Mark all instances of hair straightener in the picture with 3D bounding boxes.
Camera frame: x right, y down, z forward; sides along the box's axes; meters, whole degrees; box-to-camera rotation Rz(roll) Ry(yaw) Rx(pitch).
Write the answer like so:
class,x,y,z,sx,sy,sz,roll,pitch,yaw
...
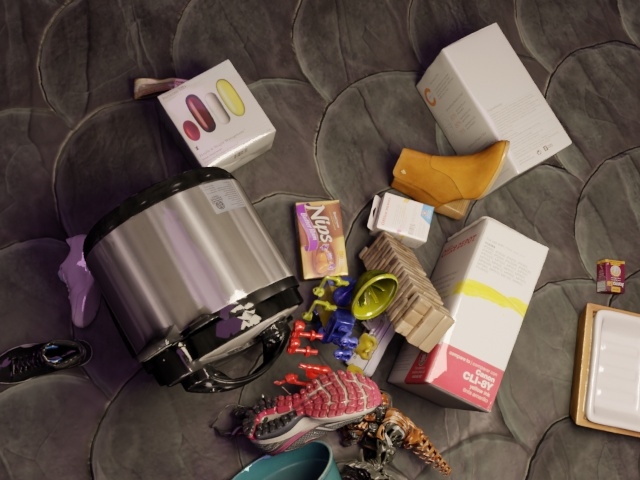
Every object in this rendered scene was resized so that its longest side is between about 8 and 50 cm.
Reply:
class,x,y,z,sx,sy,sz,roll,pitch,yaw
hair straightener,-0.132,0.394,1.556,0.230,0.047,0.089,-5,79,-6

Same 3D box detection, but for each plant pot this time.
class,x,y,z,sx,sy,sz,roll,pitch,yaw
plant pot,-0.043,0.598,1.424,0.272,0.271,0.255,-29,99,-14

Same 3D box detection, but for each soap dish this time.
class,x,y,z,sx,sy,sz,roll,pitch,yaw
soap dish,0.724,0.318,1.669,0.229,0.118,0.291,12,76,-7

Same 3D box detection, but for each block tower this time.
class,x,y,z,sx,sy,sz,roll,pitch,yaw
block tower,0.181,0.097,1.514,0.091,0.335,0.097,31,107,-25

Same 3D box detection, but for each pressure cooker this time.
class,x,y,z,sx,sy,sz,roll,pitch,yaw
pressure cooker,-0.243,0.106,1.424,0.370,0.375,0.420,-30,84,-17

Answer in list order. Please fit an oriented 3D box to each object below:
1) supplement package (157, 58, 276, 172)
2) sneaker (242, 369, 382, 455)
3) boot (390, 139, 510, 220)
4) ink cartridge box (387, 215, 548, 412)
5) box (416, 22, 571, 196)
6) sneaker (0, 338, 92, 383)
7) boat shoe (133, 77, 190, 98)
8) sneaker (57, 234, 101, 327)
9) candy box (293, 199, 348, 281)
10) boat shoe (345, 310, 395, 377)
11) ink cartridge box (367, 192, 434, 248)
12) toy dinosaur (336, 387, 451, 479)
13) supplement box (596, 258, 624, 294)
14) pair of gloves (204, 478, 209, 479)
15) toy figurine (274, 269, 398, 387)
class,x,y,z,sx,sy,sz,roll,pitch,yaw
supplement package,-0.244,-0.272,1.618,0.194,0.149,0.203,-33,86,-14
sneaker,-0.011,0.370,1.471,0.299,0.112,0.121,-19,37,11
boot,0.289,-0.169,1.614,0.211,0.295,0.104,27,54,-1
ink cartridge box,0.326,0.172,1.550,0.160,0.279,0.384,25,75,-4
box,0.416,-0.314,1.703,0.168,0.215,0.345,-29,85,-14
sneaker,-0.604,0.248,1.463,0.217,0.121,0.079,-13,80,-12
boat shoe,-0.374,-0.364,1.668,0.153,0.056,0.048,0,88,-8
sneaker,-0.543,0.091,1.540,0.094,0.080,0.212,0,71,3
candy box,0.000,0.000,1.651,0.109,0.053,0.186,-4,80,-10
boat shoe,0.132,0.204,1.613,0.076,0.083,0.226,28,76,-4
ink cartridge box,0.187,-0.049,1.672,0.143,0.090,0.092,17,76,-4
toy dinosaur,0.132,0.436,1.532,0.322,0.164,0.218,14,54,23
supplement box,0.739,0.093,1.758,0.055,0.043,0.083,6,78,-9
pair of gloves,-0.239,0.623,1.496,0.159,0.023,0.198,38,76,0
toy figurine,0.019,0.137,1.500,0.191,0.362,0.217,8,38,-16
